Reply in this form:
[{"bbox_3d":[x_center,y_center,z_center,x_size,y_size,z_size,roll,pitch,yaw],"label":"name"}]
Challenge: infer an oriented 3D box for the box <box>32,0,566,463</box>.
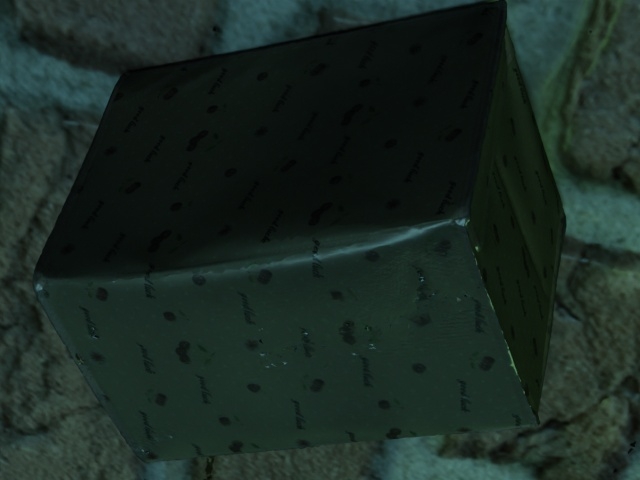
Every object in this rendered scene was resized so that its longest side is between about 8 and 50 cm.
[{"bbox_3d":[0.000,0.000,1.102,0.297,0.225,0.190,-9,129,22],"label":"box"}]
